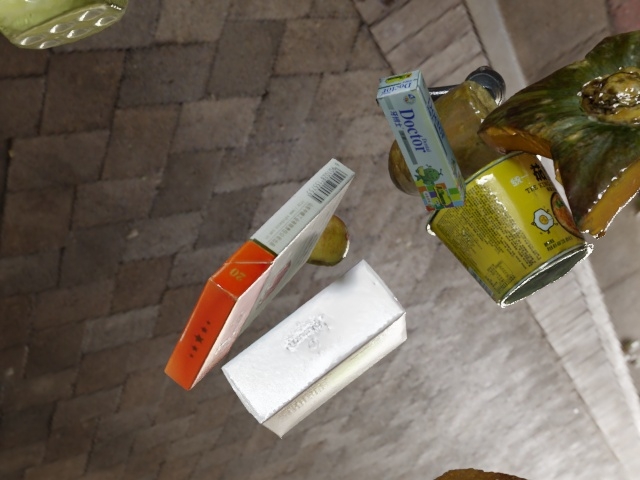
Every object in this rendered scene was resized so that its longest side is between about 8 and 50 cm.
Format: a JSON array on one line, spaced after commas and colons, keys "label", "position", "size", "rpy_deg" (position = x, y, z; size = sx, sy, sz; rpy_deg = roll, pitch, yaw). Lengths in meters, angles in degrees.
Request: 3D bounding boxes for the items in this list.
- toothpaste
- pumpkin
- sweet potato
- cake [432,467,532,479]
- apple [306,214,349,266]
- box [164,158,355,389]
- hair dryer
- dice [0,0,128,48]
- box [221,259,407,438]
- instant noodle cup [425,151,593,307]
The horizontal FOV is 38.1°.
[{"label": "toothpaste", "position": [0.104, -0.097, 0.943], "size": [0.046, 0.034, 0.164], "rpy_deg": [-9, 134, 23]}, {"label": "pumpkin", "position": [0.354, -0.138, 1.039], "size": [0.290, 0.258, 0.095], "rpy_deg": [-27, 131, -1]}, {"label": "sweet potato", "position": [0.200, -0.145, 1.532], "size": [0.157, 0.158, 0.369], "rpy_deg": [-13, 170, -27]}, {"label": "cake", "position": [0.235, 0.495, 1.317], "size": [0.196, 0.293, 0.198], "rpy_deg": [-29, -167, -39]}, {"label": "apple", "position": [0.000, 0.000, 1.304], "size": [0.083, 0.071, 0.084], "rpy_deg": [-2, 160, -1]}, {"label": "box", "position": [-0.052, 0.026, 0.887], "size": [0.245, 0.035, 0.139], "rpy_deg": [-49, 171, -51]}, {"label": "hair dryer", "position": [0.261, -0.327, 1.999], "size": [0.271, 0.235, 0.091], "rpy_deg": [-2, 111, 11]}, {"label": "dice", "position": [-0.390, -0.386, 1.345], "size": [0.169, 0.170, 0.166], "rpy_deg": [-19, -177, 12]}, {"label": "box", "position": [-0.001, 0.174, 1.458], "size": [0.274, 0.116, 0.203], "rpy_deg": [-37, 162, -5]}, {"label": "instant noodle cup", "position": [0.249, -0.008, 1.193], "size": [0.182, 0.144, 0.182], "rpy_deg": [-29, 161, -11]}]
